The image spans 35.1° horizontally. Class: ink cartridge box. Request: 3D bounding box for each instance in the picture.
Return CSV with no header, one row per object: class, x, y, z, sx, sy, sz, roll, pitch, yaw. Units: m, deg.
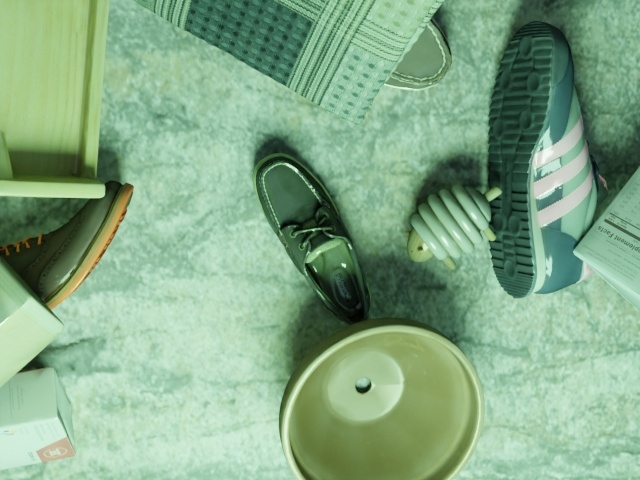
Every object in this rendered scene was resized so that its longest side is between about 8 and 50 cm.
ink cartridge box,-0.378,0.207,1.106,0.198,0.115,0.067,-10,58,-8

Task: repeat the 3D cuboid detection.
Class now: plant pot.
plant pot,0.063,0.190,1.184,0.237,0.110,0.237,-3,108,-10

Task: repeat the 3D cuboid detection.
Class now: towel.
towel,-0.033,-0.279,0.985,0.312,0.324,0.056,29,58,-4

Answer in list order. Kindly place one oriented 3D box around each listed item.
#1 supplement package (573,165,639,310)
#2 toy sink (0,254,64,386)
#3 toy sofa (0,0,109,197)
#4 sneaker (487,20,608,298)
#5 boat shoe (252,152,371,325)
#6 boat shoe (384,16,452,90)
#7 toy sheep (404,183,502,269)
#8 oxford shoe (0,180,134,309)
supplement package,0.457,0.058,1.146,0.262,0.204,0.145,35,94,-36
toy sink,-0.387,0.034,0.987,0.131,0.153,0.234,-43,81,-12
toy sofa,-0.306,-0.228,1.037,0.150,0.177,0.362,-1,102,-35
sneaker,0.274,-0.095,1.184,0.131,0.112,0.319,-7,108,-24
boat shoe,-0.001,0.001,1.158,0.080,0.073,0.223,-30,106,-5
boat shoe,0.017,-0.269,1.095,0.324,0.097,0.116,36,94,-15
toy sheep,0.156,-0.021,1.178,0.132,0.091,0.091,-39,105,5
oxford shoe,-0.309,0.029,1.100,0.098,0.097,0.271,40,92,-9
